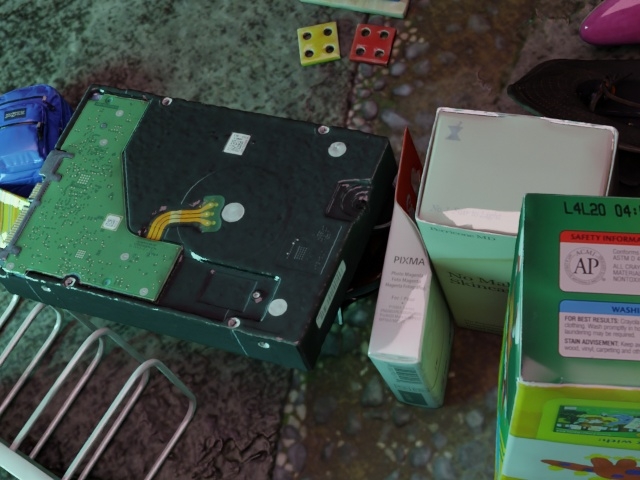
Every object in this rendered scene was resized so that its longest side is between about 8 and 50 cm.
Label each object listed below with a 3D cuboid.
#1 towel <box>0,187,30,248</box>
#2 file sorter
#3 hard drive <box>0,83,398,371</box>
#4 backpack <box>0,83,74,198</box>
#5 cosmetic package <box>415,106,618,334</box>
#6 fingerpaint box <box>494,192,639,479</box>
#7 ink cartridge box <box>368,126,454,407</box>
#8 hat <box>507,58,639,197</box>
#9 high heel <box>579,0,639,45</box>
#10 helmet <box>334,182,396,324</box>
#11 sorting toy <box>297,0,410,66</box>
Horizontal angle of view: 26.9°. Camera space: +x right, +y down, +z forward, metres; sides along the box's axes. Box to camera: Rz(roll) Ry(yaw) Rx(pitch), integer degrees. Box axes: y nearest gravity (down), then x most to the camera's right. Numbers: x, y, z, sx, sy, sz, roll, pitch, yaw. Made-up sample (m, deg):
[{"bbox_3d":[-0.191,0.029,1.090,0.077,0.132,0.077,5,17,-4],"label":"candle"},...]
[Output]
[{"bbox_3d":[-0.317,0.007,1.494,0.237,0.021,0.102,21,118,19],"label":"towel"},{"bbox_3d":[-0.292,0.149,1.380,0.277,0.193,0.173,29,77,21],"label":"file sorter"},{"bbox_3d":[-0.121,-0.021,1.290,0.338,0.064,0.237,12,61,21],"label":"hard drive"},{"bbox_3d":[-0.326,-0.119,1.531,0.097,0.101,0.120,-7,66,4],"label":"backpack"},{"bbox_3d":[0.193,-0.002,1.249,0.160,0.309,0.113,8,72,17],"label":"cosmetic package"},{"bbox_3d":[0.373,0.114,1.097,0.444,0.371,0.163,2,65,6],"label":"fingerpaint box"},{"bbox_3d":[0.104,0.032,1.324,0.066,0.189,0.232,10,73,16],"label":"ink cartridge box"},{"bbox_3d":[0.344,-0.084,1.320,0.331,0.331,0.134,9,112,16],"label":"hat"},{"bbox_3d":[0.401,-0.222,1.402,0.244,0.082,0.117,-13,58,-5],"label":"high heel"},{"bbox_3d":[0.000,0.000,1.377,0.161,0.169,0.169,-32,66,-16],"label":"helmet"},{"bbox_3d":[0.047,-0.326,1.542,0.132,0.046,0.275,13,75,18],"label":"sorting toy"}]
